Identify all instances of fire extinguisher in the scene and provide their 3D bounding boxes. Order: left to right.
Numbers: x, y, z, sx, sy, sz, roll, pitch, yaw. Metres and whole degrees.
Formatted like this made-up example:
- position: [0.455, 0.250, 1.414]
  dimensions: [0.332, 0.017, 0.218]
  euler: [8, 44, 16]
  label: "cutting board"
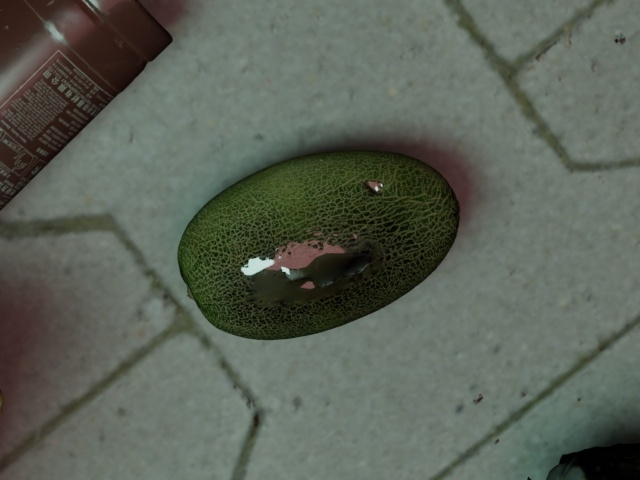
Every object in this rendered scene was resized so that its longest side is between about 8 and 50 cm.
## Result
- position: [-0.208, -0.049, 1.047]
  dimensions: [0.269, 0.105, 0.105]
  euler: [-44, 108, 2]
  label: "fire extinguisher"

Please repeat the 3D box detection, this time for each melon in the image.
- position: [0.000, 0.000, 1.105]
  dimensions: [0.162, 0.099, 0.099]
  euler: [-19, 106, -6]
  label: "melon"

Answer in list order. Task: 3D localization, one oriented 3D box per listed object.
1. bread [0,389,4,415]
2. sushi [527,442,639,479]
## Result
- position: [-0.279, 0.099, 0.988]
  dimensions: [0.239, 0.246, 0.111]
  euler: [19, 75, -7]
  label: "bread"
- position: [0.208, 0.279, 1.165]
  dimensions: [0.171, 0.211, 0.350]
  euler: [-4, 110, -16]
  label: "sushi"
